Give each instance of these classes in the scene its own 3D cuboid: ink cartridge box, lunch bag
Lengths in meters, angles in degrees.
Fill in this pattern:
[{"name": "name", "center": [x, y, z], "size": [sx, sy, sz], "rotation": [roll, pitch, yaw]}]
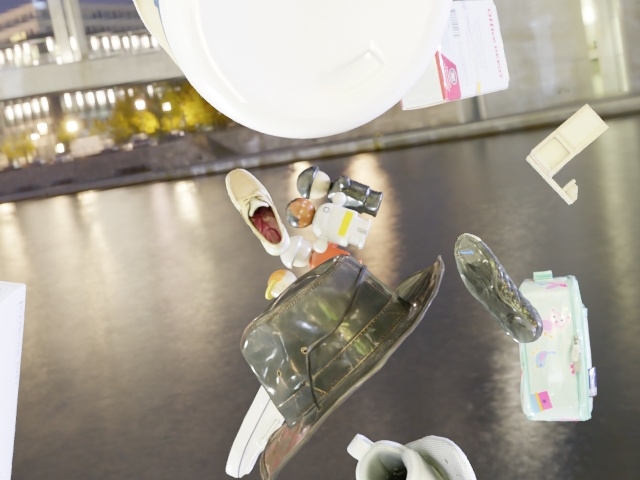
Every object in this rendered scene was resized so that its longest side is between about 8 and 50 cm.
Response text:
[{"name": "ink cartridge box", "center": [0.173, -0.251, 1.179], "size": [0.072, 0.127, 0.175], "rotation": [-7, 9, 40]}, {"name": "lunch bag", "center": [0.365, 0.157, 1.371], "size": [0.108, 0.224, 0.279], "rotation": [-2, -1, 12]}]

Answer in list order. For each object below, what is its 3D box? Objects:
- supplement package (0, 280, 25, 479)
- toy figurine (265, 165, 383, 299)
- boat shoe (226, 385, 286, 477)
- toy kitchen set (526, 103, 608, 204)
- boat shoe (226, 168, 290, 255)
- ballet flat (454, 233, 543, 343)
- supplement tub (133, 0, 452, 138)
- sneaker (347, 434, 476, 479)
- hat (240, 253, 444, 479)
[{"name": "supplement package", "center": [-0.339, 0.159, 0.624], "size": [0.204, 0.262, 0.145], "rotation": [7, 10, -5]}, {"name": "toy figurine", "center": [0.000, 0.000, 1.445], "size": [0.148, 0.213, 0.209], "rotation": [19, 26, 5]}, {"name": "boat shoe", "center": [-0.082, 0.315, 1.528], "size": [0.088, 0.267, 0.096], "rotation": [28, 15, 6]}, {"name": "toy kitchen set", "center": [0.270, -0.088, 0.928], "size": [0.075, 0.068, 0.083], "rotation": [-41, -7, 7]}, {"name": "boat shoe", "center": [-0.084, -0.044, 1.189], "size": [0.050, 0.135, 0.045], "rotation": [-34, -8, -7]}, {"name": "ballet flat", "center": [0.239, 0.066, 1.187], "size": [0.057, 0.173, 0.049], "rotation": [-37, -7, 28]}, {"name": "supplement tub", "center": [-0.046, -0.235, 0.762], "size": [0.228, 0.228, 0.316], "rotation": [-12, 26, -15]}, {"name": "sneaker", "center": [0.149, 0.317, 0.803], "size": [0.137, 0.210, 0.366], "rotation": [-41, 35, -8]}, {"name": "hat", "center": [-0.007, 0.111, 0.985], "size": [0.331, 0.134, 0.331], "rotation": [-51, 1, 1]}]
